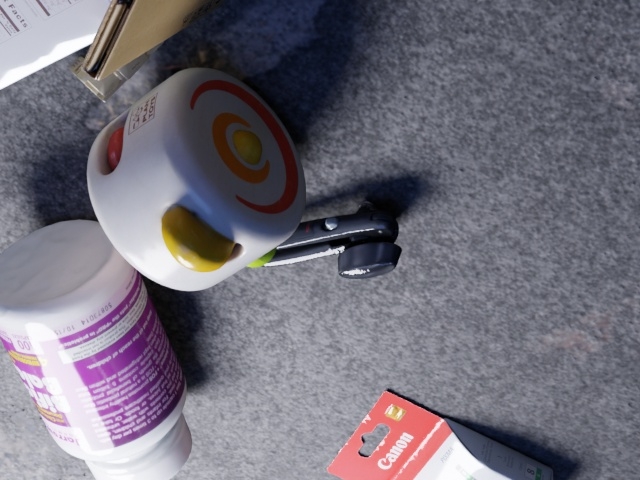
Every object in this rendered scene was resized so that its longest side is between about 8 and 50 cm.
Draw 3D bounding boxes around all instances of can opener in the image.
[{"bbox_3d":[0.000,0.000,1.439,0.186,0.073,0.059,-3,136,30],"label":"can opener"}]

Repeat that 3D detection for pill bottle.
[{"bbox_3d":[-0.249,0.140,1.550,0.169,0.169,0.302,-5,127,19],"label":"pill bottle"}]

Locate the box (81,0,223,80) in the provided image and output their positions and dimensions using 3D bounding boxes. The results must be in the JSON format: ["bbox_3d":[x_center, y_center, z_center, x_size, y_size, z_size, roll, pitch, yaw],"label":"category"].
[{"bbox_3d":[-0.113,-0.234,1.182,0.021,0.201,0.164,40,130,6],"label":"box"}]

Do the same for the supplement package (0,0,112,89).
[{"bbox_3d":[-0.284,-0.235,1.267,0.244,0.139,0.134,-20,120,29],"label":"supplement package"}]

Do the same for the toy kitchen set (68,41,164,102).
[{"bbox_3d":[-0.213,-0.194,1.354,0.083,0.075,0.068,-46,115,-3],"label":"toy kitchen set"}]

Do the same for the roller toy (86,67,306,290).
[{"bbox_3d":[-0.114,-0.061,1.326,0.146,0.209,0.191,-31,83,33],"label":"roller toy"}]

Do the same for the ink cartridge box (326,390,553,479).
[{"bbox_3d":[0.136,0.292,1.646,0.224,0.056,0.181,25,131,-8],"label":"ink cartridge box"}]
